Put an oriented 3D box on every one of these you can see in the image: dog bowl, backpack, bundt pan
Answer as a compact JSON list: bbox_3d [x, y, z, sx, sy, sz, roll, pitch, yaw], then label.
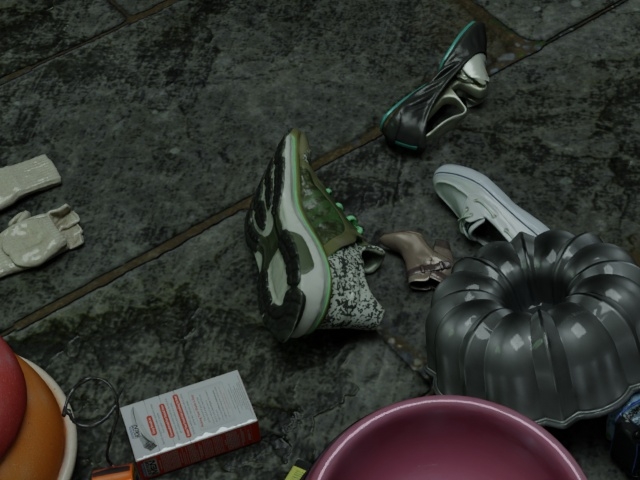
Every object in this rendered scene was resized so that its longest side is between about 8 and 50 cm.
[{"bbox_3d":[0.144,0.356,1.495,0.408,0.150,0.408,0,59,0],"label":"dog bowl"},{"bbox_3d":[0.421,0.232,1.672,0.114,0.105,0.084,-24,48,-16],"label":"backpack"},{"bbox_3d":[0.287,0.097,1.738,0.331,0.124,0.331,-12,32,8],"label":"bundt pan"}]

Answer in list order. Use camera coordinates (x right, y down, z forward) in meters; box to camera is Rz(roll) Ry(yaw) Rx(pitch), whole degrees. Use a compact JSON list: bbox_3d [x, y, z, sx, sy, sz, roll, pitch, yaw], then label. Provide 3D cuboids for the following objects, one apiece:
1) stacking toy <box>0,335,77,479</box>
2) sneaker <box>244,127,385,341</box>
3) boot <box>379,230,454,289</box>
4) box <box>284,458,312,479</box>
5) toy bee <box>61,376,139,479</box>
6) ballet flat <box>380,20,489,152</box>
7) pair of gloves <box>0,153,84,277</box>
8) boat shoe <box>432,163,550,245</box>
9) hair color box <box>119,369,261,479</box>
[{"bbox_3d":[-0.504,0.163,1.570,0.350,0.480,0.350,-2,51,3],"label":"stacking toy"},{"bbox_3d":[0.000,0.000,1.947,0.182,0.158,0.410,16,40,-22],"label":"sneaker"},{"bbox_3d":[0.139,0.032,1.933,0.118,0.042,0.087,5,50,11],"label":"boot"},{"bbox_3d":[-0.045,0.382,1.614,0.087,0.058,0.232,18,51,21],"label":"box"},{"bbox_3d":[-0.236,0.339,1.634,0.195,0.162,0.298,10,73,4],"label":"toy bee"},{"bbox_3d":[0.212,-0.240,2.154,0.096,0.095,0.280,33,68,20],"label":"ballet flat"},{"bbox_3d":[-0.489,-0.038,2.065,0.204,0.042,0.240,-20,49,-12],"label":"pair of gloves"},{"bbox_3d":[0.242,-0.035,1.954,0.226,0.083,0.076,34,58,31],"label":"boat shoe"},{"bbox_3d":[-0.173,0.245,1.759,0.167,0.053,0.093,-16,49,-11],"label":"hair color box"}]
